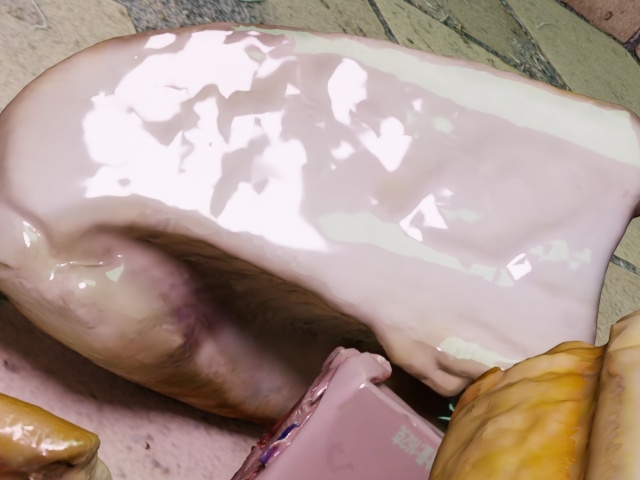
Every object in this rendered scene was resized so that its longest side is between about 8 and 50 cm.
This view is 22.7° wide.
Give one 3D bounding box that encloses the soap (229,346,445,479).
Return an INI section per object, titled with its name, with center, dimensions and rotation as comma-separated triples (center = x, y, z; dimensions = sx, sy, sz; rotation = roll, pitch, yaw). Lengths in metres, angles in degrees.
[soap]
center = 0.055, 0.201, 0.875
dimensions = 0.273, 0.218, 0.098
rotation = 40, 2, -14

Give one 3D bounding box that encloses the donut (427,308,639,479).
[donut]
center = 0.128, 0.245, 0.643
dimensions = 0.198, 0.448, 0.449
rotation = 4, 16, 15

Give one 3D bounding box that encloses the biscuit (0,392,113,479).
[biscuit]
center = -0.132, 0.133, 0.695
dimensions = 0.299, 0.154, 0.045
rotation = 70, 32, -54

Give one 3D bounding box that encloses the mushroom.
[mushroom]
center = -0.028, 0.002, 1.019
dimensions = 0.397, 0.224, 0.314
rotation = 14, -12, -15
